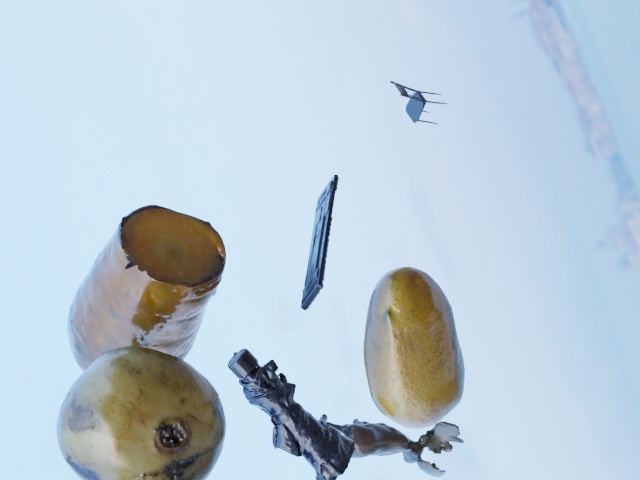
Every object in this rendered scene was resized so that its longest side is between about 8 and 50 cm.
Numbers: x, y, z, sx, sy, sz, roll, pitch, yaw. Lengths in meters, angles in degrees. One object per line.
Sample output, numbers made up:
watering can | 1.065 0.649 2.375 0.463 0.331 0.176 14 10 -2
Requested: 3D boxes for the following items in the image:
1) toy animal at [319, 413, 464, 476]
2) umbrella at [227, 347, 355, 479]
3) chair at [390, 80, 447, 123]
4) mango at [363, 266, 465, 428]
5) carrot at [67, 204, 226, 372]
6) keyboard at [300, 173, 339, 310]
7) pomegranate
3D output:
toy animal | 0.118 0.345 2.240 0.214 0.186 0.093 11 -100 -48
umbrella | -0.049 0.239 1.819 0.224 0.071 0.080 49 -139 -16
chair | 0.125 -0.183 1.792 0.086 0.042 0.037 12 -148 -33
mango | 0.108 0.126 1.547 0.147 0.109 0.227 -55 -37 -34
carrot | -0.302 0.103 2.267 0.224 0.340 0.224 15 -135 -15
keyboard | 0.000 0.000 1.814 0.013 0.061 0.204 20 -133 -13
pomegranate | -0.276 0.288 2.060 0.260 0.260 0.260 -22 -90 -77
